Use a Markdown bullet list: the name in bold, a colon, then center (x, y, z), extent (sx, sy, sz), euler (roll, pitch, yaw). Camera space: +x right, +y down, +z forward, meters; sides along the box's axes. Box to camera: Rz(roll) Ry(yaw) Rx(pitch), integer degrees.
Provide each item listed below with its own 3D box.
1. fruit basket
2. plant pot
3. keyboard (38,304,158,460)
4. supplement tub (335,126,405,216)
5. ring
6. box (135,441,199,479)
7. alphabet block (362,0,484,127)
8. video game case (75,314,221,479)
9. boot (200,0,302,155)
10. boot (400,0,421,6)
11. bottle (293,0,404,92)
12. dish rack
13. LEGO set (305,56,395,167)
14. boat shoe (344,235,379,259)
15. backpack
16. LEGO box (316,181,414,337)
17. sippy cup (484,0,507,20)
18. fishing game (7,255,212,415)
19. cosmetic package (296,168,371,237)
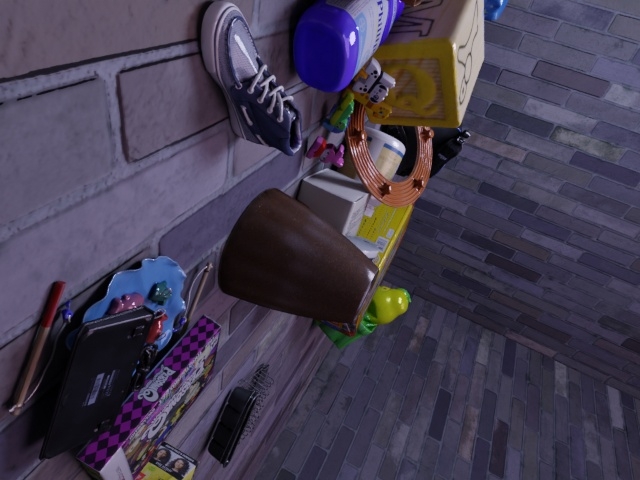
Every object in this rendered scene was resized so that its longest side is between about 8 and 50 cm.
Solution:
- **fruit basket**: center (0.197, 0.291, 1.847), extent (0.392, 0.283, 0.392), euler (-42, 168, -11)
- **plant pot**: center (-0.022, 0.050, 0.735), extent (0.215, 0.231, 0.215), euler (-58, 165, -25)
- **keyboard**: center (-0.229, 0.147, 0.442), extent (0.108, 0.023, 0.180), euler (-6, 128, -58)
- **supplement tub**: center (0.114, -0.174, 1.055), extent (0.199, 0.145, 0.144), euler (-66, 167, 6)
- **ring**: center (0.176, -0.245, 0.957), extent (0.337, 0.032, 0.335), euler (2, 87, -45)
- **box**: center (-0.298, 0.419, 0.659), extent (0.058, 0.088, 0.232), euler (-69, 166, 7)
- **alphabet block**: center (0.191, -0.355, 0.786), extent (0.197, 0.194, 0.192), euler (-65, 148, -24)
- **video game case**: center (-0.240, 0.250, 0.616), extent (0.232, 0.042, 0.210), euler (-53, 171, -43)
- **boot**: center (-0.066, -0.173, 0.468), extent (0.069, 0.086, 0.190), euler (-61, 167, -17)
- **boot**: center (0.093, -0.386, 0.554), extent (0.197, 0.153, 0.073), euler (-60, 166, -20)
- **bottle**: center (0.061, -0.346, 0.637), extent (0.282, 0.092, 0.118), euler (-56, 164, -33)
- **dish rack**: center (-0.202, 0.467, 1.151), extent (0.208, 0.074, 0.271), euler (-65, 167, 6)
- **LEGO set**: center (0.073, -0.230, 0.759), extent (0.227, 0.093, 0.086), euler (-46, -159, 47)
- **boat shoe**: center (0.083, 0.034, 0.892), extent (0.070, 0.078, 0.219), euler (-67, 167, 6)
- **backpack**: center (0.341, -0.350, 1.445), extent (0.263, 0.277, 0.213), euler (104, 3, -51)
- **LEGO box**: center (0.158, 0.064, 1.562), extent (0.499, 0.193, 0.372), euler (-59, 166, -25)
- **sippy cup**: center (0.306, -0.585, 0.874), extent (0.305, 0.224, 0.240), euler (-56, 164, -33)
- **fishing game**: center (-0.219, 0.110, 0.493), extent (0.189, 0.041, 0.264), euler (-67, 166, 4)
- **cosmetic package**: center (0.000, 0.000, 0.961), extent (0.153, 0.129, 0.295), euler (-37, 150, -61)
